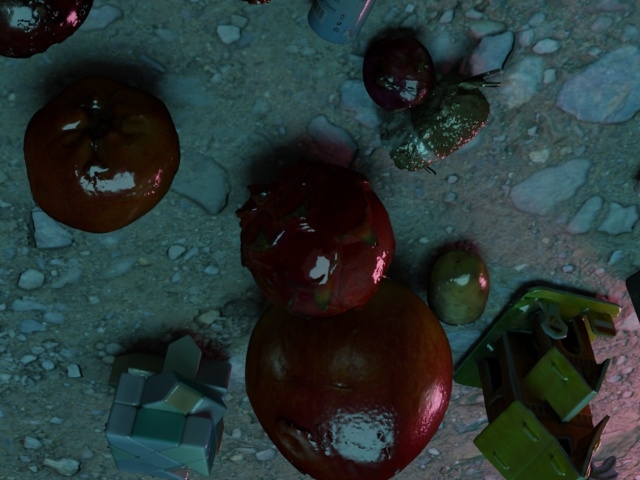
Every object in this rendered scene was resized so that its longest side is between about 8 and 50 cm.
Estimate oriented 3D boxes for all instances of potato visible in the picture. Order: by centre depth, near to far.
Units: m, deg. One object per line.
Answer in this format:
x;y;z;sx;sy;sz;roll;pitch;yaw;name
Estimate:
0.232;0.080;2.096;0.107;0.080;0.170;-9;144;2;potato

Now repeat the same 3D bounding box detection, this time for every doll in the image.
0.176;-0.183;1.767;0.115;0.105;0.221;23;131;-28;doll

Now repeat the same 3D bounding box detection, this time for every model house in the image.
0.460;0.312;2.206;0.340;0.324;0.300;14;136;-21;model house

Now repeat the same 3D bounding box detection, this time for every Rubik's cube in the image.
-0.269;0.287;2.186;0.224;0.213;0.265;10;150;3;Rubik's cube

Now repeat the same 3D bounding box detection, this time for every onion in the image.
0.106;-0.228;1.710;0.107;0.097;0.107;8;108;25;onion

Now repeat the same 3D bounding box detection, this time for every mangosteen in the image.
-0.371;-0.318;1.519;0.166;0.166;0.180;-22;111;18;mangosteen

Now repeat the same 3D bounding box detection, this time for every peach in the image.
0.043;0.232;2.034;0.370;0.370;0.370;-4;139;-3;peach

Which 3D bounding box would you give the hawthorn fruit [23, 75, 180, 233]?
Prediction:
-0.313;-0.101;1.740;0.211;0.211;0.299;10;150;-18;hawthorn fruit

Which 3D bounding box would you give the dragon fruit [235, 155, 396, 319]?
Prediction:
-0.007;-0.003;1.865;0.240;0.241;0.252;-2;107;-4;dragon fruit

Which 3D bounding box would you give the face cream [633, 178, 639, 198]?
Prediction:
0.568;-0.131;1.915;0.084;0.057;0.198;12;138;-19;face cream

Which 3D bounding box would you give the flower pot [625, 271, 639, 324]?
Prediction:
0.629;0.062;2.105;0.103;0.108;0.229;14;136;-23;flower pot

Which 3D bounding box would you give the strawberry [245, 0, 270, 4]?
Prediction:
-0.061;-0.366;1.548;0.188;0.082;0.121;-24;133;24;strawberry

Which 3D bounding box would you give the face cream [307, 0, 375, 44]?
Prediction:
0.057;-0.356;1.576;0.075;0.075;0.229;11;137;-19;face cream
